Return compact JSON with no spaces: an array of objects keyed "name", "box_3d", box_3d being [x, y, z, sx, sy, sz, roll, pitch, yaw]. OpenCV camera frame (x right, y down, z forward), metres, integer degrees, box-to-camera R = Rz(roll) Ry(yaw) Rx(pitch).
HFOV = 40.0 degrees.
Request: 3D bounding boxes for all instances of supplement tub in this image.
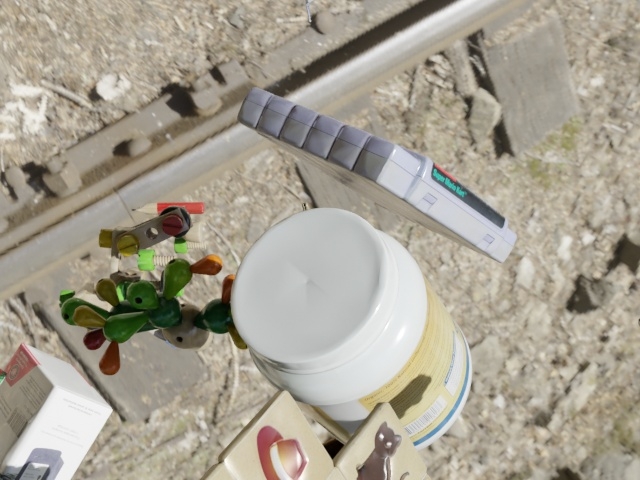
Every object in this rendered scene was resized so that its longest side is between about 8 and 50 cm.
[{"name":"supplement tub","box_3d":[0.029,0.076,0.694,0.144,0.144,0.200,-42,142,-3]}]

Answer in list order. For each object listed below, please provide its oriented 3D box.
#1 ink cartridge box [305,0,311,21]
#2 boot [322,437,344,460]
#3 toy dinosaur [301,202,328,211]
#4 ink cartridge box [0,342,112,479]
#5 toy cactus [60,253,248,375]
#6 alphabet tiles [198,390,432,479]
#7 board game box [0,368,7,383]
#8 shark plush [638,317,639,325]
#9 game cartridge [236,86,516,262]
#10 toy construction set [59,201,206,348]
[{"name":"ink cartridge box","box_3d":[-0.030,-0.513,1.433,0.045,0.223,0.224,-10,153,8]},{"name":"boot","box_3d":[0.004,0.417,1.353,0.211,0.104,0.295,31,111,-32]},{"name":"toy dinosaur","box_3d":[0.000,0.000,1.664,0.092,0.183,0.053,-31,134,33]},{"name":"ink cartridge box","box_3d":[-0.423,0.291,1.243,0.100,0.172,0.237,35,84,-37]},{"name":"toy cactus","box_3d":[-0.150,0.088,0.913,0.219,0.112,0.180,-13,159,7]},{"name":"alphabet tiles","box_3d":[-0.018,0.263,0.462,0.342,0.011,0.285,-44,112,-38]},{"name":"board game box","box_3d":[-0.408,0.168,0.833,0.136,0.260,0.030,42,113,-15]},{"name":"shark plush","box_3d":[0.440,0.101,0.996,0.161,0.073,0.067,6,131,4]},{"name":"game cartridge","box_3d":[0.086,-0.074,1.079,0.355,0.230,0.068,26,87,-54]},{"name":"toy construction set","box_3d":[-0.342,0.037,1.585,0.237,0.309,0.257,0,127,2]}]
